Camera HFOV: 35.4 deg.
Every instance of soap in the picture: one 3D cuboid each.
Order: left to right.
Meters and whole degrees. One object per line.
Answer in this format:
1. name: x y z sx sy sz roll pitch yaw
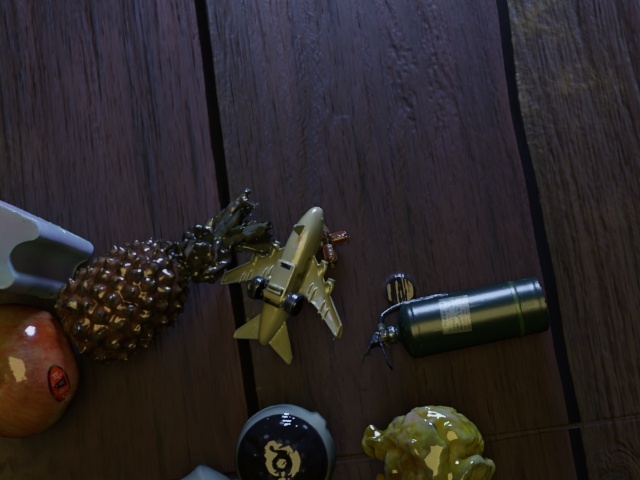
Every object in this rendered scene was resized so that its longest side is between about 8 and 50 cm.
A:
1. soap: -0.495 -0.004 1.500 0.208 0.347 0.115 23 85 7

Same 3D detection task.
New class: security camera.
1. security camera: -0.091 0.367 1.504 0.277 0.191 0.197 -45 80 -4

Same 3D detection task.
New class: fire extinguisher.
1. fire extinguisher: 0.202 0.129 1.570 0.294 0.093 0.118 -12 56 2

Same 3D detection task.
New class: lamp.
1. lamp: 0.000 0.000 1.630 0.083 0.031 0.063 27 83 10

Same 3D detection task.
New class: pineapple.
1. pineapple: -0.240 0.045 1.568 0.361 0.175 0.175 -38 82 -2

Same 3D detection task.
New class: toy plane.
1. toy plane: -0.051 0.061 1.580 0.229 0.092 0.244 22 97 24

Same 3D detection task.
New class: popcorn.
1. popcorn: 0.160 0.338 1.505 0.187 0.167 0.186 -29 80 2

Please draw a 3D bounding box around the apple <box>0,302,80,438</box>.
1. apple: -0.469 0.201 1.554 0.209 0.164 0.210 -3 84 30
